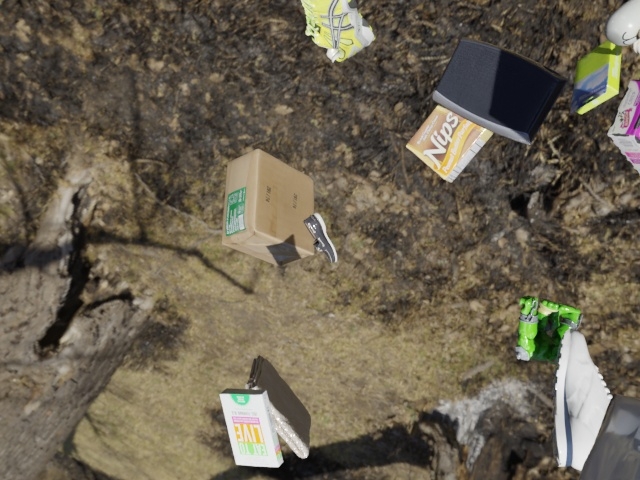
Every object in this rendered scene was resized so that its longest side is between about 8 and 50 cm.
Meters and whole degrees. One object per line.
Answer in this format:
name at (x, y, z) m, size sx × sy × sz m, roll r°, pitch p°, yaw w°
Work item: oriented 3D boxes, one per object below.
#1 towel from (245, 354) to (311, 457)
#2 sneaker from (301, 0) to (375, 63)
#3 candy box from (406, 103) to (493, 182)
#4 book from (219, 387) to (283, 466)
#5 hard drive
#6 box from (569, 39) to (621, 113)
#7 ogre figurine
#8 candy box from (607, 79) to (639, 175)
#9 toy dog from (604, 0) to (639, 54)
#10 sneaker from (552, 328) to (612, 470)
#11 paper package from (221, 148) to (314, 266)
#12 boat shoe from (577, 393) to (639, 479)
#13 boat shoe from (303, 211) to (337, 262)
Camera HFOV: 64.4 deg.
towel at (-0.119, 0.484, 1.490) m, size 0.049 × 0.187 × 0.282 m, roll -33°, pitch 103°, yaw 11°
sneaker at (0.019, -0.607, 1.375) m, size 0.145 × 0.147 × 0.384 m, roll 55°, pitch -165°, yaw 30°
candy box at (0.448, -0.368, 1.637) m, size 0.183 × 0.087 × 0.316 m, roll 47°, pitch 112°, yaw 25°
book at (-0.127, 0.348, 0.949) m, size 0.096 × 0.035 × 0.144 m, roll -8°, pitch 99°, yaw 29°
hard drive at (0.387, -0.339, 1.131) m, size 0.254 × 0.054 × 0.172 m, roll 34°, pitch 110°, yaw 23°
box at (0.675, -0.395, 1.246) m, size 0.042 × 0.178 × 0.109 m, roll 24°, pitch 157°, yaw -14°
ogre figurine at (0.425, 0.171, 0.961) m, size 0.096 × 0.118 × 0.197 m, roll 18°, pitch -177°, yaw 31°
candy box at (0.846, -0.285, 1.314) m, size 0.233 × 0.159 × 0.071 m, roll 28°, pitch 175°, yaw -35°
toy dog at (0.718, -0.482, 0.932) m, size 0.220 × 0.161 × 0.334 m, roll 10°, pitch 124°, yaw -33°
sneaker at (0.430, 0.256, 0.827) m, size 0.094 × 0.235 × 0.090 m, roll 1°, pitch 145°, yaw 23°
paper package at (-0.176, -0.110, 1.778) m, size 0.168 × 0.325 × 0.309 m, roll -20°, pitch 150°, yaw 37°
boat shoe at (0.144, 0.183, 0.200) m, size 0.119 × 0.335 × 0.121 m, roll 15°, pitch 123°, yaw 34°
boat shoe at (0.000, 0.000, 1.116) m, size 0.046 × 0.038 × 0.125 m, roll 33°, pitch 149°, yaw 58°
